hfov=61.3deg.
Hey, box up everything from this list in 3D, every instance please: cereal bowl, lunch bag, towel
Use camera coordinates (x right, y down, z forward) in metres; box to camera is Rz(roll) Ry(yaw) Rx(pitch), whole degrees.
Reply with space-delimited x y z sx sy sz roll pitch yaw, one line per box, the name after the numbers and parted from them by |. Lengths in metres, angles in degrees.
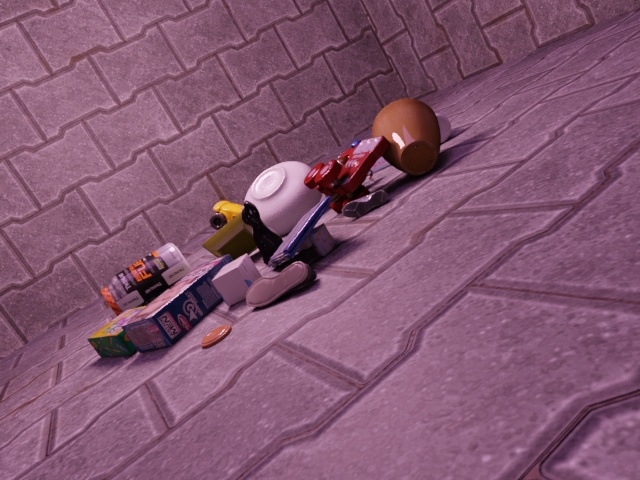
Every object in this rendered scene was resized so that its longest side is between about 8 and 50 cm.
-0.168 -0.184 2.121 0.339 0.141 0.338 -21 46 23 | cereal bowl
0.000 0.000 1.510 0.053 0.071 0.083 -28 13 19 | lunch bag
-0.062 -0.017 1.560 0.209 0.034 0.285 -54 7 -16 | towel

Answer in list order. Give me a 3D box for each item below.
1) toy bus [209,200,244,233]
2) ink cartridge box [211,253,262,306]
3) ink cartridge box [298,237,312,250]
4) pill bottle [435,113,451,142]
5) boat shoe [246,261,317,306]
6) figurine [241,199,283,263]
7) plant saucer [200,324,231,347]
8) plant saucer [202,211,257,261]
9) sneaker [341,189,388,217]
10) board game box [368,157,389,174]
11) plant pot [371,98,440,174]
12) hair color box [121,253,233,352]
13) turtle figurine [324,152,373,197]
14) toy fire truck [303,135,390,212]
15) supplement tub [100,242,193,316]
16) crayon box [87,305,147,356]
-0.347 -0.047 2.299 0.212 0.220 0.149 7 18 11 | toy bus
-0.237 0.110 1.570 0.090 0.092 0.143 -28 11 13 | ink cartridge box
-0.045 0.006 1.685 0.083 0.028 0.048 -16 20 50 | ink cartridge box
0.428 -0.439 2.146 0.117 0.117 0.215 -31 12 -2 | pill bottle
-0.098 0.118 1.350 0.206 0.075 0.065 -29 -31 28 | boat shoe
-0.205 -0.044 1.826 0.092 0.209 0.215 -31 12 -4 | figurine
-0.256 0.232 1.321 0.084 0.013 0.083 -28 13 7 | plant saucer
-0.299 0.012 1.954 0.188 0.188 0.045 -40 53 2 | plant saucer
0.141 -0.112 1.695 0.152 0.053 0.061 -22 5 8 | sneaker
0.258 -0.373 2.387 0.319 0.065 0.318 -21 15 34 | board game box
0.301 -0.321 1.801 0.237 0.237 0.254 -27 27 14 | plant pot
-0.407 0.185 1.634 0.174 0.105 0.347 -20 17 40 | hair color box
0.113 -0.244 2.054 0.234 0.175 0.118 -45 47 -15 | turtle figurine
0.097 -0.240 1.842 0.253 0.169 0.302 -52 18 -9 | toy fire truck
-0.652 0.165 2.059 0.316 0.193 0.194 -35 13 -18 | supplement tub
-0.621 0.293 1.746 0.279 0.081 0.165 -15 20 49 | crayon box
